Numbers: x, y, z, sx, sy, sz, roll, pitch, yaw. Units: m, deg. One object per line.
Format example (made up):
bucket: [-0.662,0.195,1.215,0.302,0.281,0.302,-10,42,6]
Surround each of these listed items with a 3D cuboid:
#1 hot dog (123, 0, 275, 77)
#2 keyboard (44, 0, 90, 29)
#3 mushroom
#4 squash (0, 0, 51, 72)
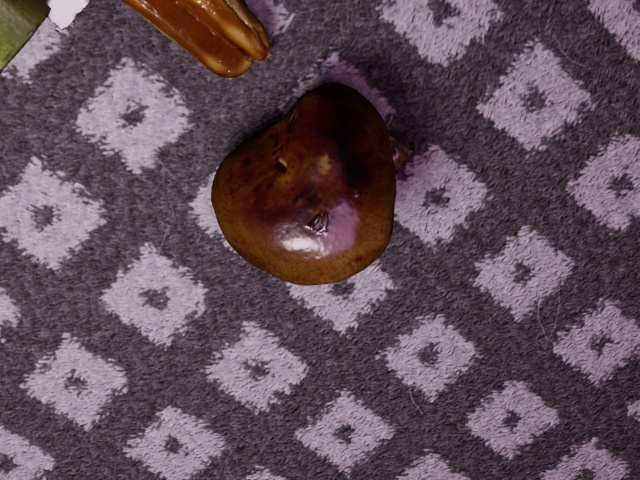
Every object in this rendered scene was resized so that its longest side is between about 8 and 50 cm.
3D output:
hot dog: [-0.209,-0.380,1.567,0.135,0.100,0.337,-36,127,27]
keyboard: [-0.466,-0.427,1.576,0.196,0.015,0.074,40,111,-22]
mushroom: [0.001,-0.082,1.663,0.345,0.345,0.259,-39,153,14]
squash: [-0.620,-0.382,1.445,0.263,0.263,0.384,-41,113,15]
